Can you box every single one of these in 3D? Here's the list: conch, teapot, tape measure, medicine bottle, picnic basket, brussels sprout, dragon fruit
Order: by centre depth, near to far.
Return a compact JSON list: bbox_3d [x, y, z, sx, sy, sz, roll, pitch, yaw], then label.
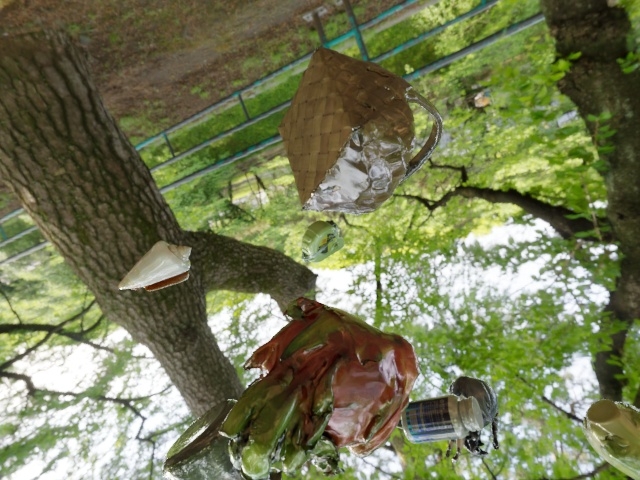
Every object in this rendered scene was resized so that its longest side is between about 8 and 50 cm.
[{"bbox_3d":[0.005,0.187,0.468,0.199,0.200,0.269,-18,-162,30],"label":"dragon fruit"},{"bbox_3d":[0.553,0.354,0.713,0.118,0.155,0.155,-39,-173,0],"label":"brussels sprout"},{"bbox_3d":[0.110,-0.208,0.853,0.337,0.337,0.293,-28,162,-45],"label":"picnic basket"},{"bbox_3d":[-0.362,0.069,0.900,0.176,0.094,0.104,-46,171,-4],"label":"conch"},{"bbox_3d":[-0.243,0.594,0.970,0.305,0.285,0.223,-40,-177,-37],"label":"teapot"},{"bbox_3d":[0.319,0.469,1.057,0.192,0.106,0.107,-22,-174,27],"label":"medicine bottle"},{"bbox_3d":[0.000,0.000,1.642,0.200,0.175,0.106,-31,-135,-26],"label":"tape measure"}]

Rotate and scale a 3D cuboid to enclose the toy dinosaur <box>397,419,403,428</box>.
[{"bbox_3d":[0.187,0.564,1.319,0.147,0.076,0.363,-27,-159,-16],"label":"toy dinosaur"}]

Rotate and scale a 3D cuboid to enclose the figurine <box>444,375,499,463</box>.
[{"bbox_3d":[0.504,0.596,1.348,0.197,0.264,0.175,13,173,-39],"label":"figurine"}]
